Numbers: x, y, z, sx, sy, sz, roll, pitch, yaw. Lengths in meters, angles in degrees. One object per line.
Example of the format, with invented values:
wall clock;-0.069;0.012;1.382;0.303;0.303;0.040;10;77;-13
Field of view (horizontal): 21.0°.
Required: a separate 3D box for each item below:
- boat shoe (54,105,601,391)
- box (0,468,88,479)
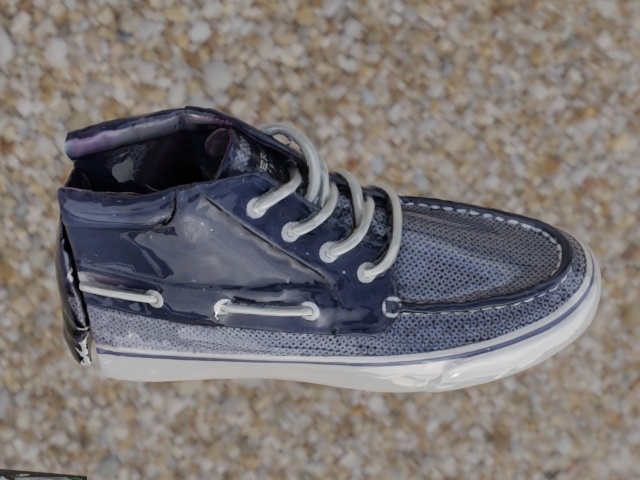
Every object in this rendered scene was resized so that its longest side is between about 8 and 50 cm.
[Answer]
boat shoe;0.000;0.000;1.042;0.340;0.127;0.158;-5;137;2
box;-0.216;0.191;1.139;0.137;0.094;0.027;8;126;-22
